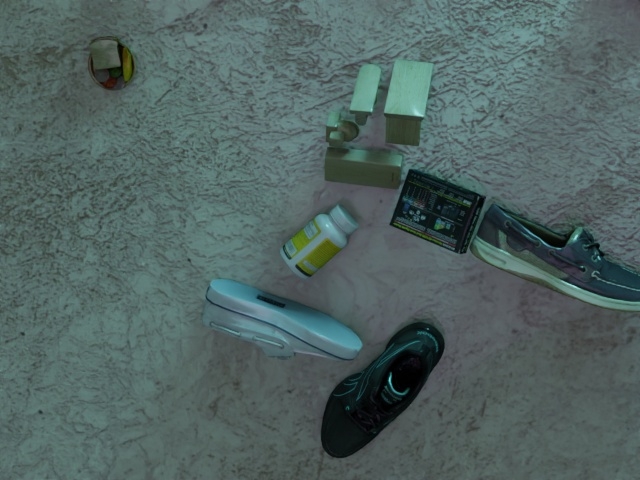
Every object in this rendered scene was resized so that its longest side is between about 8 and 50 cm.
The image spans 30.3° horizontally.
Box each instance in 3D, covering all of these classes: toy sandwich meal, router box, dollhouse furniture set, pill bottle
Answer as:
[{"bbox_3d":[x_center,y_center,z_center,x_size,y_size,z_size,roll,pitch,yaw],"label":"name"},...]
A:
[{"bbox_3d":[-0.321,-0.270,1.805,0.086,0.029,0.085,2,102,8],"label":"toy sandwich meal"},{"bbox_3d":[0.174,-0.044,1.756,0.122,0.038,0.092,24,102,23],"label":"router box"},{"bbox_3d":[0.086,-0.177,1.767,0.144,0.123,0.151,7,138,7],"label":"dollhouse furniture set"},{"bbox_3d":[0.000,0.000,1.798,0.116,0.065,0.065,-41,94,15],"label":"pill bottle"}]

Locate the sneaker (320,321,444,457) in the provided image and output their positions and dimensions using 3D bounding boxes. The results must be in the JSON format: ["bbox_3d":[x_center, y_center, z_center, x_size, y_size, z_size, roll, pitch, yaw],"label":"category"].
[{"bbox_3d":[0.085,0.237,1.818,0.101,0.106,0.267,36,106,-2],"label":"sneaker"}]

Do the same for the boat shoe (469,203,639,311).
[{"bbox_3d":[0.365,0.025,1.732,0.285,0.103,0.092,19,109,10],"label":"boat shoe"}]

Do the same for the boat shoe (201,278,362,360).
[{"bbox_3d":[-0.062,0.141,1.833,0.258,0.095,0.084,23,109,14],"label":"boat shoe"}]
